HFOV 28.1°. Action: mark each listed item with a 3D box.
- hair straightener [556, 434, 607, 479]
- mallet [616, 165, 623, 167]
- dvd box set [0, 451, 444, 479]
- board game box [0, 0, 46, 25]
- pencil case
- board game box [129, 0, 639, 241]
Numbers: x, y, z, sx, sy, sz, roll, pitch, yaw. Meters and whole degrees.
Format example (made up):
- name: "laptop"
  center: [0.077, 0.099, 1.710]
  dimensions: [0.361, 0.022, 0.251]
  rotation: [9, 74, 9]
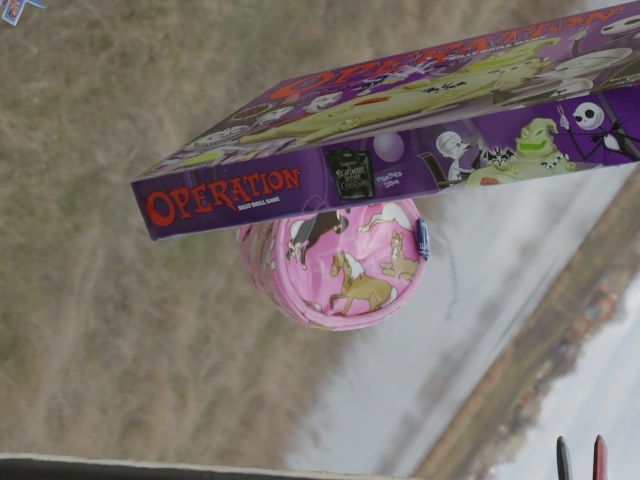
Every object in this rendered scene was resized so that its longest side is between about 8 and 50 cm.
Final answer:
- name: "hair straightener"
  center: [0.250, 0.315, 1.317]
  dimensions: [0.047, 0.089, 0.230]
  rotation: [41, 50, -64]
- name: "mallet"
  center: [0.324, -0.098, 1.195]
  dimensions: [0.039, 0.062, 0.190]
  rotation: [-10, -174, -17]
- name: "dvd box set"
  center: [0.064, 0.199, 0.465]
  dimensions: [0.420, 0.308, 0.062]
  rotation: [52, 47, -44]
- name: "board game box"
  center: [-0.304, -0.217, 1.021]
  dimensions: [0.033, 0.169, 0.133]
  rotation: [-60, 167, 6]
- name: "pencil case"
  center: [0.000, 0.000, 1.366]
  dimensions: [0.167, 0.160, 0.386]
  rotation: [-29, -175, -8]
- name: "board game box"
  center: [0.077, -0.080, 0.782]
  dimensions: [0.347, 0.056, 0.208]
  rotation: [-9, -165, 31]
